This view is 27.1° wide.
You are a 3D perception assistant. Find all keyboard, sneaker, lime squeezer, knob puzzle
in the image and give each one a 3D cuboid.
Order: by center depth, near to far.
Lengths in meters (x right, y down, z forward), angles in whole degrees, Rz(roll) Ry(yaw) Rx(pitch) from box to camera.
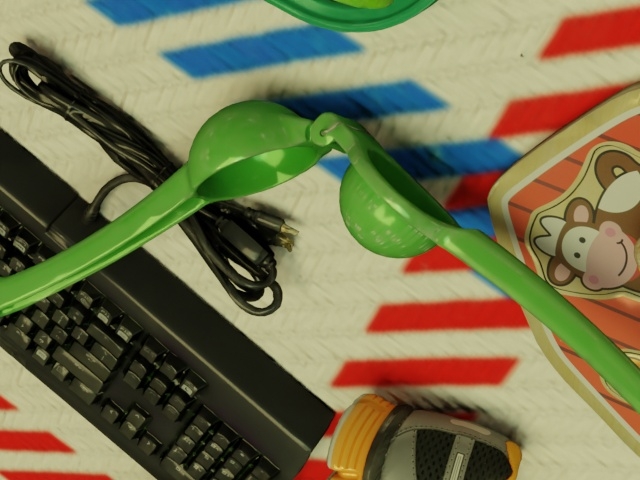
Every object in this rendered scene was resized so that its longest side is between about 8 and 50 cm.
[{"bbox_3d":[0.150,0.021,0.498,0.213,0.030,0.213,15,126,22],"label":"knob puzzle"},{"bbox_3d":[0.000,0.000,0.534,0.310,0.110,0.059,9,163,22],"label":"lime squeezer"},{"bbox_3d":[0.050,0.178,0.609,0.083,0.084,0.214,2,106,18],"label":"sneaker"},{"bbox_3d":[-0.126,0.004,0.654,0.317,0.033,0.201,39,131,2],"label":"keyboard"}]

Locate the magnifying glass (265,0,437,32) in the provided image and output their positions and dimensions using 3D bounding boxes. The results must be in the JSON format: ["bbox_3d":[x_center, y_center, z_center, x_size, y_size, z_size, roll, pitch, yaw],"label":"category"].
[{"bbox_3d":[-0.047,-0.132,0.526,0.231,0.026,0.092,8,122,25],"label":"magnifying glass"}]

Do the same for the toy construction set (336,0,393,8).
[{"bbox_3d":[0.001,-0.190,0.359,0.215,0.151,0.327,11,133,-12],"label":"toy construction set"}]
